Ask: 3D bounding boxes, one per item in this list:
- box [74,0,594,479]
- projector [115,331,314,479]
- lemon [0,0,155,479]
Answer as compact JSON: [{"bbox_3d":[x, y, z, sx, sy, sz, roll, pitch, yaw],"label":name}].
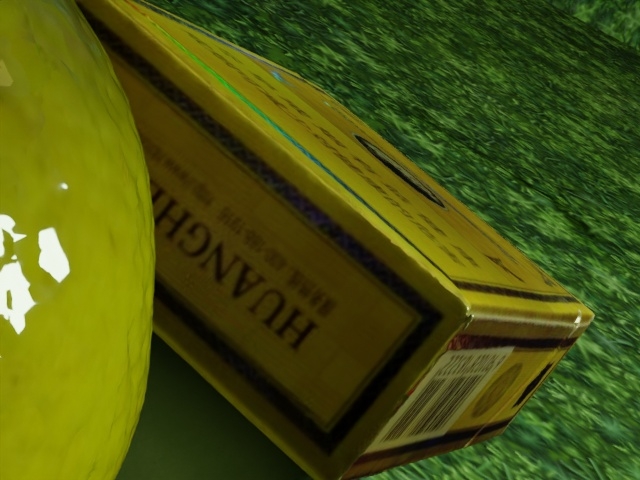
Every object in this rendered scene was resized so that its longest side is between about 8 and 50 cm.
[{"bbox_3d":[0.000,0.000,0.708,0.193,0.084,0.301,42,9,15],"label":"box"},{"bbox_3d":[-0.132,0.027,0.681,0.337,0.108,0.108,41,21,26],"label":"projector"},{"bbox_3d":[-0.165,0.008,0.458,0.267,0.267,0.267,28,19,-10],"label":"lemon"}]
